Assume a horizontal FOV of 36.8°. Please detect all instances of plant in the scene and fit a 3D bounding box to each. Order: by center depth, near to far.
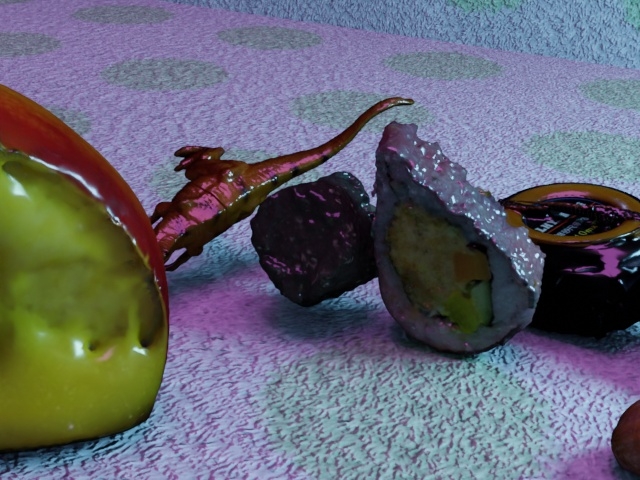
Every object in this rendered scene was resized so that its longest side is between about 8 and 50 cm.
[{"bbox_3d":[0.000,0.000,1.063,0.142,0.131,0.203,-26,0,18],"label":"plant"}]

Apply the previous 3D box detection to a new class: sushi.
[{"bbox_3d":[0.115,0.009,0.992,0.241,0.161,0.107,42,34,-2],"label":"sushi"}]

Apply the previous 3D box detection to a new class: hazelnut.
[{"bbox_3d":[0.288,0.169,0.816,0.086,0.086,0.086,2,24,-1],"label":"hazelnut"}]

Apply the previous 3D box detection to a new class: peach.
[{"bbox_3d":[-0.299,0.018,0.818,0.306,0.380,0.242,-28,30,-3],"label":"peach"}]

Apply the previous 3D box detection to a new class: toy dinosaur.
[{"bbox_3d":[-0.106,-0.070,1.156,0.432,0.097,0.208,-41,23,-19],"label":"toy dinosaur"}]

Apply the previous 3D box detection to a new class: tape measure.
[{"bbox_3d":[0.290,0.019,1.084,0.202,0.135,0.223,-29,36,-34],"label":"tape measure"}]
